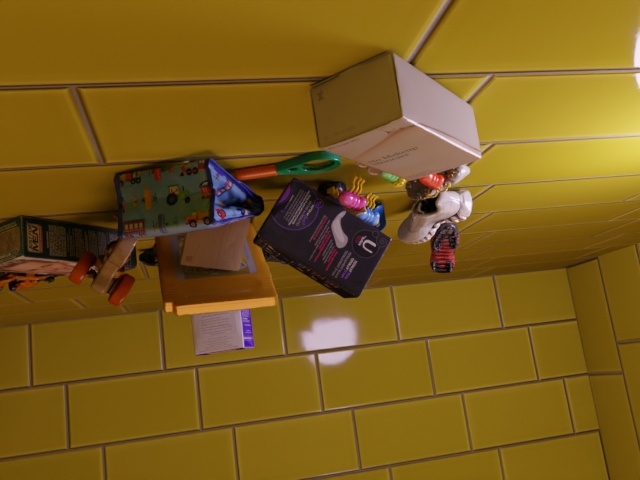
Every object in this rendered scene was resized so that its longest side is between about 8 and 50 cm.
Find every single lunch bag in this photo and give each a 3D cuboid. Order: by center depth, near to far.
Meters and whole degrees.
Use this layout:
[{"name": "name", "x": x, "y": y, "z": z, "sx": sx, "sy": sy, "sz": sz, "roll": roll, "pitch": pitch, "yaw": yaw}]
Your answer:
[{"name": "lunch bag", "x": -0.268, "y": -0.071, "z": 1.385, "sx": 0.220, "sy": 0.138, "sz": 0.293, "roll": -7, "pitch": 173, "yaw": 16}]

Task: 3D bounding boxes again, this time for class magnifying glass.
[{"name": "magnifying glass", "x": -0.070, "y": -0.157, "z": 1.362, "sx": 0.230, "sy": 0.026, "sz": 0.092, "roll": -10, "pitch": 169, "yaw": 3}]

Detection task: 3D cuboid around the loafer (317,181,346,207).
[{"name": "loafer", "x": 0.028, "y": -0.091, "z": 1.596, "sx": 0.076, "sy": 0.078, "sz": 0.223, "roll": -7, "pitch": 168, "yaw": -7}]

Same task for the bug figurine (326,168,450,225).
[{"name": "bug figurine", "x": 0.149, "y": -0.112, "z": 1.461, "sx": 0.279, "sy": 0.072, "sz": 0.216, "roll": -30, "pitch": 151, "yaw": 32}]

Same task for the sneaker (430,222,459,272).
[{"name": "sneaker", "x": 0.442, "y": 0.000, "z": 2.268, "sx": 0.097, "sy": 0.135, "sz": 0.276, "roll": 3, "pitch": 146, "yaw": 8}]

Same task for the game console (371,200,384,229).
[{"name": "game console", "x": 0.048, "y": -0.056, "z": 1.910, "sx": 0.250, "sy": 0.173, "sz": 0.293, "roll": -39, "pitch": 167, "yaw": 0}]

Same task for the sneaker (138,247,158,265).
[{"name": "sneaker", "x": -0.481, "y": 0.051, "z": 1.984, "sx": 0.188, "sy": 0.067, "sz": 0.078, "roll": -7, "pitch": 175, "yaw": 12}]

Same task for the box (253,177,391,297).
[{"name": "box", "x": 0.000, "y": 0.000, "z": 1.484, "sx": 0.270, "sy": 0.165, "sz": 0.143, "roll": 32, "pitch": 169, "yaw": -6}]

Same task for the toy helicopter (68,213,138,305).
[{"name": "toy helicopter", "x": -0.461, "y": 0.018, "z": 1.483, "sx": 0.140, "sy": 0.235, "sz": 0.355, "roll": 33, "pitch": 162, "yaw": -16}]

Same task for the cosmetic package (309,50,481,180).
[{"name": "cosmetic package", "x": 0.138, "y": -0.197, "z": 1.081, "sx": 0.160, "sy": 0.113, "sz": 0.309, "roll": -16, "pitch": 167, "yaw": 34}]

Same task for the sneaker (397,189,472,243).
[{"name": "sneaker", "x": 0.301, "y": -0.074, "z": 1.827, "sx": 0.118, "sy": 0.110, "sz": 0.292, "roll": 8, "pitch": 154, "yaw": -28}]

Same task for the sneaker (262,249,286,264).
[{"name": "sneaker", "x": -0.175, "y": 0.022, "z": 2.044, "sx": 0.267, "sy": 0.101, "sz": 0.106, "roll": 1, "pitch": -172, "yaw": -40}]

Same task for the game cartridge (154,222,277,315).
[{"name": "game cartridge", "x": -0.285, "y": 0.067, "z": 1.684, "sx": 0.285, "sy": 0.324, "sz": 0.053, "roll": -4, "pitch": 126, "yaw": -17}]

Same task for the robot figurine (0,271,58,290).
[{"name": "robot figurine", "x": -0.906, "y": 0.094, "z": 1.880, "sx": 0.211, "sy": 0.085, "sz": 0.291, "roll": 4, "pitch": 164, "yaw": -45}]

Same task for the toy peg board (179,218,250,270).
[{"name": "toy peg board", "x": -0.278, "y": -0.016, "z": 1.617, "sx": 0.160, "sy": 0.161, "sz": 0.079, "roll": 8, "pitch": -172, "yaw": -34}]

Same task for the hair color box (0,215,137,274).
[{"name": "hair color box", "x": -0.672, "y": 0.026, "z": 1.656, "sx": 0.173, "sy": 0.105, "sz": 0.347, "roll": -15, "pitch": 166, "yaw": 30}]

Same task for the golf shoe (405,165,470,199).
[{"name": "golf shoe", "x": 0.289, "y": -0.143, "z": 1.557, "sx": 0.086, "sy": 0.069, "sz": 0.176, "roll": -6, "pitch": 172, "yaw": -40}]

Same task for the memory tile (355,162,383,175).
[{"name": "memory tile", "x": 0.105, "y": -0.180, "z": 1.274, "sx": 0.113, "sy": 0.012, "sz": 0.148, "roll": -20, "pitch": 144, "yaw": 38}]

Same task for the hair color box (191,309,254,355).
[{"name": "hair color box", "x": -0.346, "y": 0.213, "z": 2.174, "sx": 0.185, "sy": 0.339, "sz": 0.110, "roll": -10, "pitch": 170, "yaw": 14}]

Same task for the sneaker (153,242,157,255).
[{"name": "sneaker", "x": -0.390, "y": 0.012, "z": 1.865, "sx": 0.214, "sy": 0.084, "sz": 0.083, "roll": -6, "pitch": -162, "yaw": -37}]
